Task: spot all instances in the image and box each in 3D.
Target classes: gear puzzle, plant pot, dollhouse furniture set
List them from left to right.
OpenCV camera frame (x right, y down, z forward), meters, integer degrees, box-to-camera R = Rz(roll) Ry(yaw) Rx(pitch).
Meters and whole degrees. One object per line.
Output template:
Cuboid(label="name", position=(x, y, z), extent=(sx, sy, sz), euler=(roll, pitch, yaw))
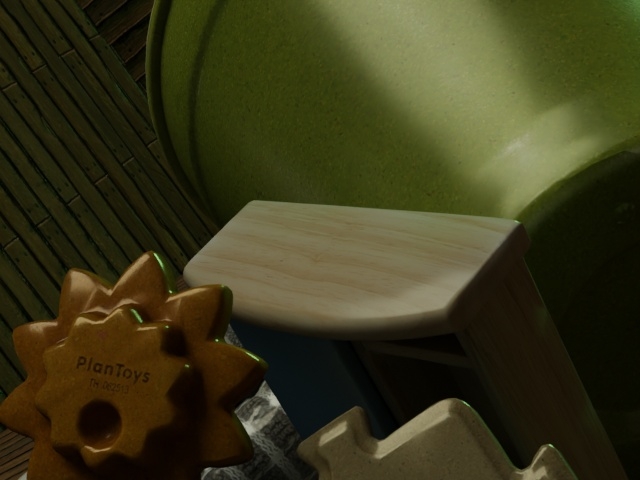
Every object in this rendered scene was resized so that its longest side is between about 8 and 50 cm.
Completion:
Cuboid(label="dollhouse furniture set", position=(0.004, 0.164, 0.404), extent=(0.286, 0.198, 0.303), euler=(6, 45, 47))
Cuboid(label="gear puzzle", position=(0.012, 0.136, 0.347), extent=(0.175, 0.339, 0.044), euler=(-35, -21, 6))
Cuboid(label="plant pot", position=(0.114, -0.041, 0.773), extent=(0.366, 0.366, 0.353), euler=(-35, 38, 4))

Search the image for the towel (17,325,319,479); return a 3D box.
Cuboid(label="towel", position=(-0.060, 0.190, 0.658), extent=(0.235, 0.121, 0.283), euler=(-45, -32, -17))
